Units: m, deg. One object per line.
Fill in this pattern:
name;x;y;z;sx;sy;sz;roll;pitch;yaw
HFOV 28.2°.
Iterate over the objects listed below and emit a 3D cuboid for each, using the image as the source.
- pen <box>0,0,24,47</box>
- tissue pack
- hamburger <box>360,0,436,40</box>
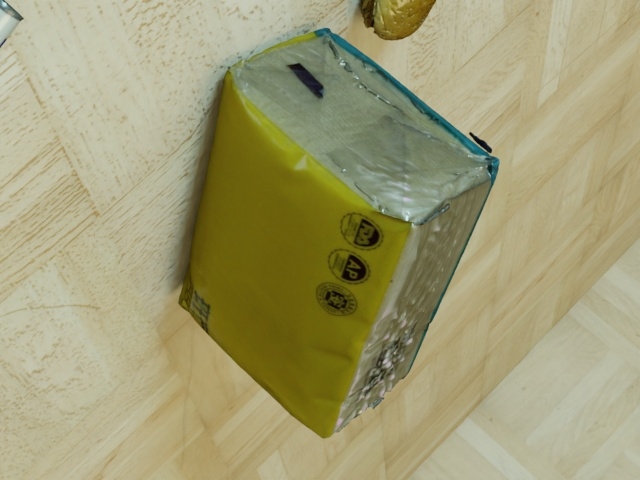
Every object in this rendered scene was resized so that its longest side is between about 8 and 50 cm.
pen;-0.226;-0.046;0.679;0.204;0.025;0.025;-52;159;7
tissue pack;0.000;0.000;0.979;0.134;0.192;0.271;-35;154;-37
hamburger;0.066;-0.195;0.985;0.076;0.044;0.083;-17;145;-54
